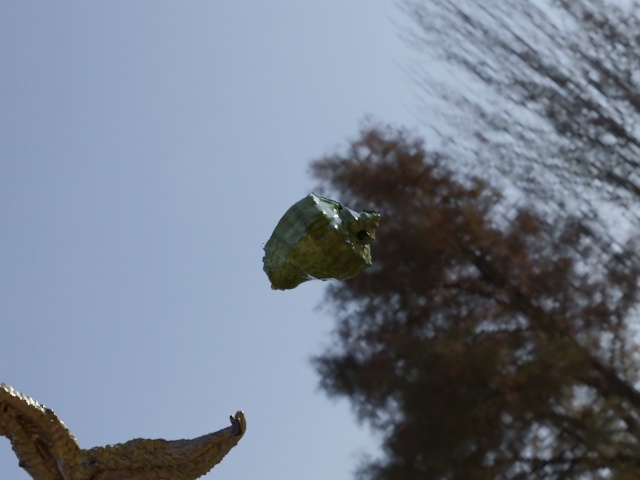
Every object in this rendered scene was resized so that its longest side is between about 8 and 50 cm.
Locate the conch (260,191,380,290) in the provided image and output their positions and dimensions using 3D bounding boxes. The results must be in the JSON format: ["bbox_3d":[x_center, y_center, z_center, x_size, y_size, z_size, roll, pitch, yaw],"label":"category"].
[{"bbox_3d":[0.000,0.000,1.082,0.121,0.089,0.074,-28,-9,-2],"label":"conch"}]

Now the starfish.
[{"bbox_3d":[-0.261,0.318,1.369,0.132,0.384,0.398,-29,-62,-76],"label":"starfish"}]
